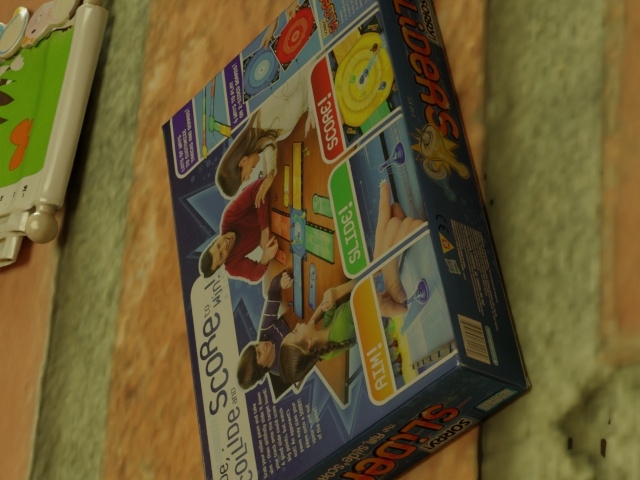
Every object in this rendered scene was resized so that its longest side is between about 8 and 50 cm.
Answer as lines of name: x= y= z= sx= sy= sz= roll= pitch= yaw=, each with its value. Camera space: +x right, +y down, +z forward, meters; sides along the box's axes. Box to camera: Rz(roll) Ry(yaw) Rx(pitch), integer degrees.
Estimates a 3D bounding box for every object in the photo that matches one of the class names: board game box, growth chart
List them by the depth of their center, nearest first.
board game box: x=0.000 y=0.000 z=0.669 sx=0.136 sy=0.035 sz=0.201 roll=-38 pitch=46 yaw=34
growth chart: x=-0.190 y=-0.046 z=0.948 sx=0.237 sy=0.021 sz=0.172 roll=-22 pitch=56 yaw=44
